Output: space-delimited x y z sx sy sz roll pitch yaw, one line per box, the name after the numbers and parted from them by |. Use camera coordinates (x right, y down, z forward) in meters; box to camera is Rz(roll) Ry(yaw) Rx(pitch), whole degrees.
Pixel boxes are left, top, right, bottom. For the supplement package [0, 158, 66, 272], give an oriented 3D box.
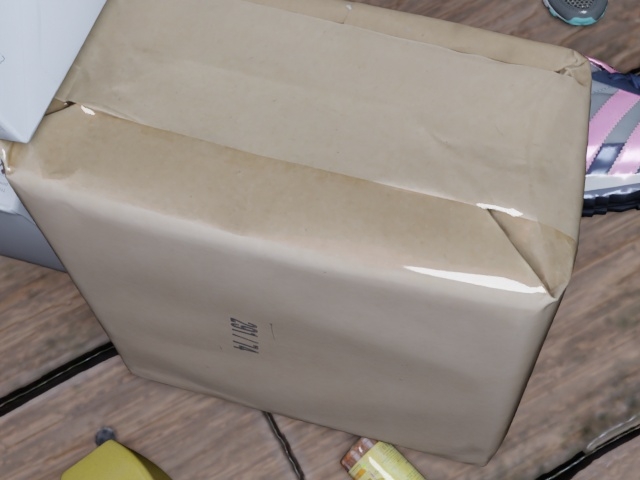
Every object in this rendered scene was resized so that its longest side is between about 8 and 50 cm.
-0.244 -0.077 0.768 0.204 0.262 0.145 14 78 9 | supplement package

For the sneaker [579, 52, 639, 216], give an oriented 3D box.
0.247 -0.091 0.804 0.319 0.112 0.131 -6 79 3 | sneaker

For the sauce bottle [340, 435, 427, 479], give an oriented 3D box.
0.071 0.200 0.787 0.042 0.042 0.128 -44 75 -6 | sauce bottle

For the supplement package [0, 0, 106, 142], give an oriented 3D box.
-0.252 -0.156 0.543 0.244 0.139 0.134 11 65 24 | supplement package

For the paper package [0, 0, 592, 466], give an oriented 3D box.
0.000 0.000 0.683 0.309 0.325 0.168 14 65 10 | paper package

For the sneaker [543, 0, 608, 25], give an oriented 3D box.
0.214 -0.263 0.865 0.065 0.076 0.166 -1 77 6 | sneaker

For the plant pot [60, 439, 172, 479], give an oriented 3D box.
-0.152 0.202 0.792 0.081 0.081 0.083 -37 64 -4 | plant pot
